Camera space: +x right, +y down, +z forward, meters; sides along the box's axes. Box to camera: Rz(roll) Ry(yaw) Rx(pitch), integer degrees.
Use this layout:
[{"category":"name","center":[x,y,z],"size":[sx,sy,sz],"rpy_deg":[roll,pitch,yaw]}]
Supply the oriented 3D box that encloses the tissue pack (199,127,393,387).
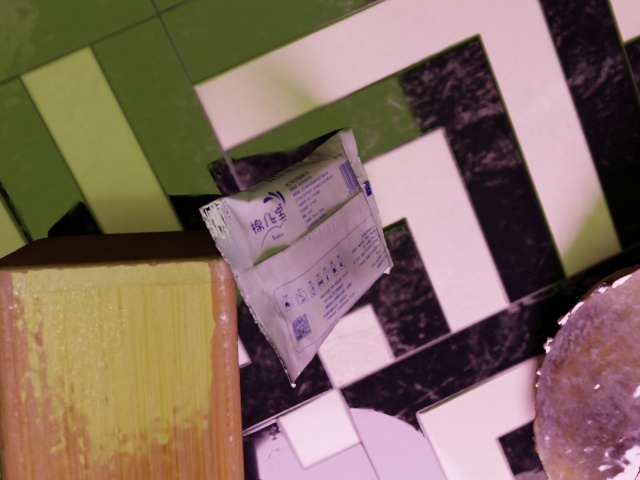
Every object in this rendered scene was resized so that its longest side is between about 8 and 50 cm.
[{"category":"tissue pack","center":[0.000,0.000,0.478],"size":[0.026,0.193,0.122],"rpy_deg":[-12,105,32]}]

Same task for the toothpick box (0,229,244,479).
[{"category":"toothpick box","center":[-0.128,0.154,0.483],"size":[0.191,0.187,0.307],"rpy_deg":[-2,98,-8]}]

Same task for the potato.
[{"category":"potato","center":[0.263,0.101,0.589],"size":[0.120,0.100,0.261],"rpy_deg":[30,114,25]}]
